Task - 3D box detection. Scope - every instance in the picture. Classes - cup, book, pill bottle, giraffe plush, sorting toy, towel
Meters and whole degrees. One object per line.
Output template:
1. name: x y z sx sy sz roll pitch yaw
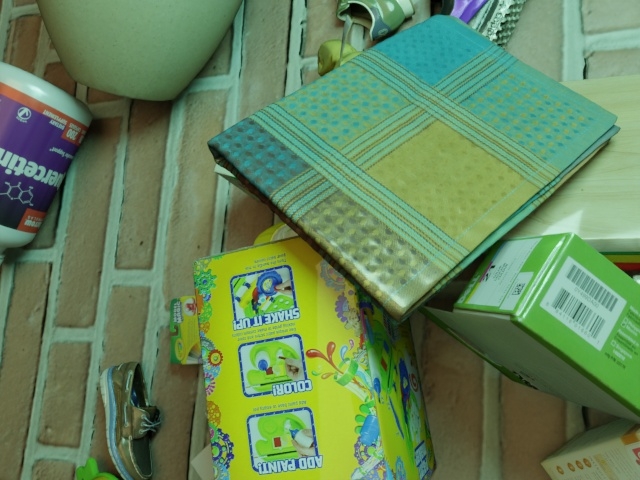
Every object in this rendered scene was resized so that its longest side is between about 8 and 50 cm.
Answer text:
1. cup: -0.285 -0.352 0.891 0.331 0.331 0.236 25 113 20
2. book: -0.075 -0.078 0.835 0.096 0.144 0.035 19 86 20
3. pill bottle: -0.526 -0.115 0.966 0.182 0.181 0.322 24 88 20
4. giraffe plush: 0.091 -0.206 0.814 0.171 0.210 0.181 2 61 -16
5. sorting toy: 0.301 -0.076 0.706 0.257 0.089 0.255 -1 52 18
6. towel: 0.108 -0.107 0.621 0.370 0.040 0.271 -36 66 -27

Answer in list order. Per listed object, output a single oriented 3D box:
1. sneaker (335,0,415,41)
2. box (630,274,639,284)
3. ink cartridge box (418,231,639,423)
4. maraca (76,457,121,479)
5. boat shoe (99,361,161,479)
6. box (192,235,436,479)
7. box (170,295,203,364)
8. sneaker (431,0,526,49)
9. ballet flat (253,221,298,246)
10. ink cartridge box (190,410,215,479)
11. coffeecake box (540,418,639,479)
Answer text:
1. sneaker: 0.049 -0.381 0.896 0.086 0.064 0.192 -44 73 0
2. box: 0.467 0.103 0.639 0.233 0.127 0.148 -8 77 16
3. ink cartridge box: 0.231 0.088 0.629 0.189 0.255 0.097 36 80 -10
4. maraca: -0.322 0.399 0.852 0.186 0.099 0.127 19 89 45
5. boat shoe: -0.278 0.269 0.875 0.066 0.066 0.183 -25 73 10
6. box: 0.010 0.160 0.686 0.177 0.290 0.279 -13 75 15
7. box: -0.140 0.131 0.871 0.179 0.043 0.105 -5 79 14
8. sneaker: 0.227 -0.379 0.821 0.146 0.102 0.293 27 89 21
9. ballet flat: 0.000 0.000 0.833 0.231 0.077 0.077 -1 80 18
10. ink cartridge box: -0.101 0.315 0.790 0.060 0.104 0.180 -45 70 6
11. coffeecake box: 0.344 0.265 0.614 0.068 0.185 0.142 -26 69 -23
